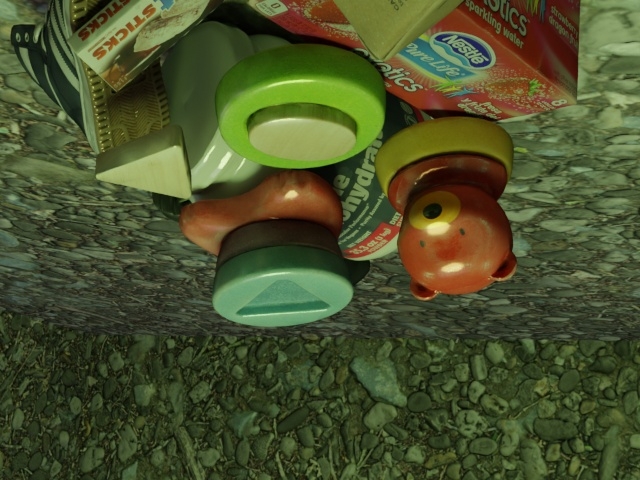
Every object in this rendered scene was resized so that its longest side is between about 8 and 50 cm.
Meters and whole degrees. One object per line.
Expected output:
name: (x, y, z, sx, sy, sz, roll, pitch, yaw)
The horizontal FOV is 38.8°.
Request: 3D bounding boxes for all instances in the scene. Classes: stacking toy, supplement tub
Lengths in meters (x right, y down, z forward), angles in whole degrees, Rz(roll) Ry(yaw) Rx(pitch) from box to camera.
stacking toy: (-0.011, -0.012, 0.755, 0.309, 0.130, 0.279, -23, 149, 32)
supplement tub: (-0.026, -0.097, 0.943, 0.272, 0.191, 0.191, 17, 161, -37)

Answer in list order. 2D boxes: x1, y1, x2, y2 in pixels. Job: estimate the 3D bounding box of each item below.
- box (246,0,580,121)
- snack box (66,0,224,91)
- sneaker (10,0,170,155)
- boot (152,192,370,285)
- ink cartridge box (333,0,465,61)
box: (0.081, -0.191, 0.674, 0.122, 0.128, 0.256, -8, 159, 42)
snack box: (-0.114, -0.195, 0.721, 0.178, 0.022, 0.064, -40, 155, 1)
sneaker: (-0.204, -0.204, 0.793, 0.099, 0.153, 0.282, -27, 148, -30)
boot: (-0.002, -0.001, 1.360, 0.366, 0.146, 0.445, 11, 163, 19)
ink cartridge box: (0.021, -0.227, 0.402, 0.235, 0.088, 0.193, 52, 158, -3)
